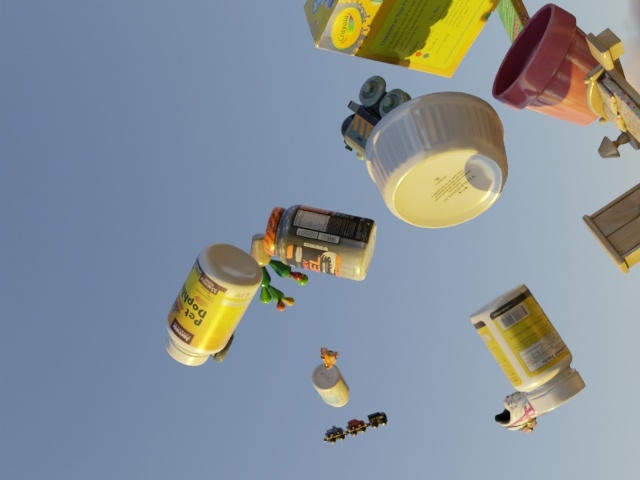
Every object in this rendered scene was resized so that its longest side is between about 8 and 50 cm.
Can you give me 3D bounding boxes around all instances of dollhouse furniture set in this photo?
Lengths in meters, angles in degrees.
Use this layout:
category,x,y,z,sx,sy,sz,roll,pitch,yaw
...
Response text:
category,x,y,z,sx,sy,sz,roll,pitch,yaw
dollhouse furniture set,0.481,-0.089,1.270,0.355,0.174,0.303,40,-163,-52

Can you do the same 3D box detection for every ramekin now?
category,x,y,z,sx,sy,sz,roll,pitch,yaw
ramekin,0.225,-0.138,1.560,0.273,0.273,0.127,48,-156,-47

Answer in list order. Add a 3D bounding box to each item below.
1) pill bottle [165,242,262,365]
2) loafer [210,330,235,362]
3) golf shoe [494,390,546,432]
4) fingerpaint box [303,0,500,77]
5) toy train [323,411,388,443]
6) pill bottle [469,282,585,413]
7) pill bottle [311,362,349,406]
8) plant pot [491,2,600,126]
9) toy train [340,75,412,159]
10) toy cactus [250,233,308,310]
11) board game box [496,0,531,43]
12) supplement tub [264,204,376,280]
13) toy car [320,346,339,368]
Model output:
category,x,y,z,sx,sy,sz,roll,pitch,yaw
pill bottle,-0.194,0.116,1.456,0.117,0.117,0.215,-29,-27,-58
loafer,-0.245,0.210,1.928,0.096,0.084,0.267,-64,7,1
golf shoe,0.445,0.355,1.813,0.067,0.086,0.186,-89,13,-49
fingerpaint box,0.221,-0.609,1.835,0.371,0.444,0.163,6,-132,-25
toy train,0.081,0.436,1.953,0.027,0.158,0.036,-135,28,-73
pill bottle,0.368,0.192,1.475,0.208,0.119,0.119,58,-150,8
pill bottle,0.034,0.422,2.409,0.160,0.087,0.087,65,-147,-55
plant pot,0.450,-0.312,1.557,0.180,0.201,0.201,28,-128,-7
toy train,0.165,-0.238,1.879,0.142,0.334,0.190,22,-75,-42
toy cactus,-0.140,0.075,1.926,0.112,0.219,0.180,-83,-8,-62
board game box,0.486,-0.590,2.130,0.124,0.039,0.259,75,178,-74
supplement tub,0.000,0.000,1.530,0.117,0.191,0.116,12,-90,-80
toy car,0.027,0.299,2.223,0.122,0.041,0.060,-63,-46,-78
